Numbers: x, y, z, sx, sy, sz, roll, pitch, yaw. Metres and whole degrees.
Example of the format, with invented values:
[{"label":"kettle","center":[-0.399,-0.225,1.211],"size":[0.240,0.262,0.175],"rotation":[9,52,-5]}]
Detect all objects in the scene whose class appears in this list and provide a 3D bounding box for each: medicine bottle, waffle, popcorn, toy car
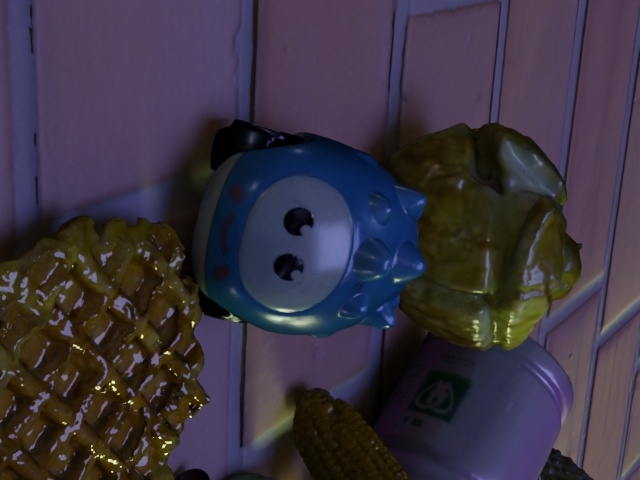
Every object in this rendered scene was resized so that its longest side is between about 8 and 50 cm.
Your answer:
[{"label":"medicine bottle","center":[0.156,0.274,1.470],"size":[0.325,0.212,0.212],"rotation":[-56,145,-31]},{"label":"waffle","center":[-0.197,0.138,0.960],"size":[0.302,0.068,0.324],"rotation":[-19,121,-55]},{"label":"popcorn","center":[0.176,-0.005,1.374],"size":[0.276,0.226,0.276],"rotation":[5,90,-69]},{"label":"toy car","center":[0.000,0.000,1.111],"size":[0.255,0.190,0.188],"rotation":[10,96,-59]}]

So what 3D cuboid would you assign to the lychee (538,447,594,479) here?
[{"label":"lychee","center":[0.289,0.417,1.751],"size":[0.274,0.255,0.255],"rotation":[46,58,-20]}]

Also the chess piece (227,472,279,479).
[{"label":"chess piece","center":[0.011,0.333,1.190],"size":[0.139,0.272,0.139],"rotation":[-30,127,-50]}]

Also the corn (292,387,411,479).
[{"label":"corn","center":[0.053,0.270,1.279],"size":[0.097,0.261,0.097],"rotation":[-28,157,-13]}]

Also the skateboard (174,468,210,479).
[{"label":"skateboard","center":[-0.142,0.288,1.132],"size":[0.151,0.067,0.080],"rotation":[-60,156,-31]}]
